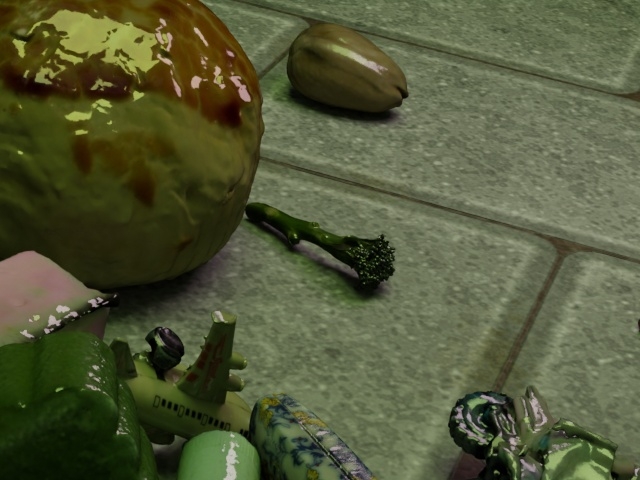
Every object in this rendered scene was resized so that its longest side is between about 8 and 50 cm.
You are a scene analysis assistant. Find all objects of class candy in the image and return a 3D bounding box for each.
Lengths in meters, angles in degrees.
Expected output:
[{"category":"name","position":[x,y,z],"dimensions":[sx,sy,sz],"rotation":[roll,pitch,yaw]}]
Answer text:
[{"category":"candy","position":[-0.301,0.130,1.371],"dimensions":[0.115,0.155,0.265],"rotation":[27,34,22]}]

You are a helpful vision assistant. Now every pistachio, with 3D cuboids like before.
[{"category":"pistachio","position":[0.034,-0.230,2.172],"dimensions":[0.185,0.126,0.108],"rotation":[26,76,23]}]

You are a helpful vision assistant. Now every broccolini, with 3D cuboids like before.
[{"category":"broccolini","position":[0.001,-0.002,1.805],"dimensions":[0.058,0.067,0.216],"rotation":[-14,26,-40]}]

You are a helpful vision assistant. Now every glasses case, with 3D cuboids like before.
[{"category":"glasses case","position":[0.009,0.222,1.355],"dimensions":[0.065,0.087,0.248],"rotation":[-15,34,-27]}]

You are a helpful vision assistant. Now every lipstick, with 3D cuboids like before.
[{"category":"lipstick","position":[-0.090,0.262,1.268],"dimensions":[0.076,0.076,0.304],"rotation":[7,28,-3]}]

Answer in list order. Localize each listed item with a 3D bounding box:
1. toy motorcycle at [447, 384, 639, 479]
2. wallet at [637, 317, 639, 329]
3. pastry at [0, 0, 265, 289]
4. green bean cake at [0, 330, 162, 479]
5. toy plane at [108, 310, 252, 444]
[{"category":"toy motorcycle","position":[0.236,0.218,1.408],"dimensions":[0.204,0.108,0.239],"rotation":[-6,56,-15]},{"category":"wallet","position":[0.452,0.040,1.801],"dimensions":[0.119,0.025,0.232],"rotation":[-24,6,39]},{"category":"pastry","position":[-0.243,-0.134,1.703],"dimensions":[0.388,0.313,0.388],"rotation":[6,33,-4]},{"category":"green bean cake","position":[-0.240,0.201,1.165],"dimensions":[0.248,0.222,0.125],"rotation":[-16,24,-3]},{"category":"toy plane","position":[-0.135,0.138,1.405],"dimensions":[0.244,0.229,0.092],"rotation":[18,38,-55]}]
